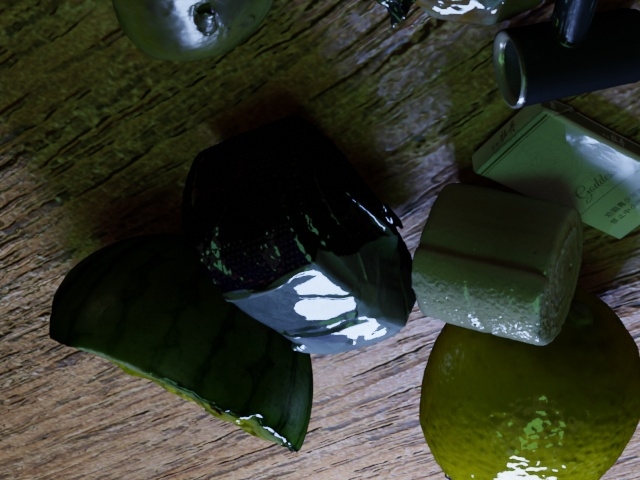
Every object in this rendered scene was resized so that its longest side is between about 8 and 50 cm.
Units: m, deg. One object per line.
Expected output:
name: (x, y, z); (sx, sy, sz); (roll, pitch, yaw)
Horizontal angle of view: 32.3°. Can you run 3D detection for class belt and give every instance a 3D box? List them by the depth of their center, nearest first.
belt: (0.000, 0.000, 1.124); (0.164, 0.184, 0.289); (-22, 139, 24)

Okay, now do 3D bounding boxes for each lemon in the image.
lemon: (0.236, 0.178, 1.264); (0.245, 0.245, 0.320); (11, 135, -6)

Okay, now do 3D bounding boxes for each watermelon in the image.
watermelon: (-0.132, 0.093, 1.228); (0.331, 0.189, 0.331); (22, 175, 2)

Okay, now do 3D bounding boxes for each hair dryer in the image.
hair dryer: (0.225, -0.211, 0.882); (0.128, 0.070, 0.255); (-11, 147, -11)

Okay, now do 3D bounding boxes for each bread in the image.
bread: (0.181, 0.023, 1.123); (0.141, 0.148, 0.134); (14, 144, 25)

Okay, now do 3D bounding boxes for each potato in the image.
potato: (-0.121, -0.238, 0.899); (0.160, 0.111, 0.271); (3, 141, 7)

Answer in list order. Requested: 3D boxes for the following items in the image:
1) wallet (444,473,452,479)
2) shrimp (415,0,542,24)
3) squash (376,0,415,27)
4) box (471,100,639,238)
wallet: (0.280, 0.376, 1.673); (0.111, 0.030, 0.166); (-29, 131, 34)
shrimp: (0.130, -0.284, 0.851); (0.164, 0.062, 0.317); (-8, 143, 5)
squash: (-0.021, -0.295, 0.815); (0.087, 0.087, 0.331); (-24, 123, 32)
box: (0.265, -0.071, 1.119); (0.198, 0.029, 0.109); (23, 138, -22)
